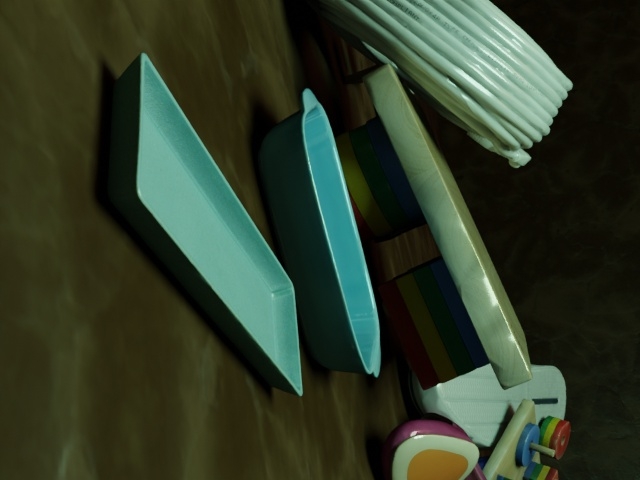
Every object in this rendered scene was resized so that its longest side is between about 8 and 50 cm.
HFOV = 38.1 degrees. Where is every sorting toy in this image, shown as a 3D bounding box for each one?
[{"bbox_3d":[0.207,0.266,0.966,0.274,0.046,0.132,-49,139,-36],"label":"sorting toy"},{"bbox_3d":[0.087,-0.002,0.802,0.255,0.089,0.257,66,11,3],"label":"sorting toy"}]

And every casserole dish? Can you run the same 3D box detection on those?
[{"bbox_3d":[0.000,0.000,0.586,0.114,0.037,0.188,-62,138,-73],"label":"casserole dish"}]

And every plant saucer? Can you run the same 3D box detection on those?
[{"bbox_3d":[-0.044,0.005,0.406,0.192,0.018,0.067,60,21,-55],"label":"plant saucer"}]

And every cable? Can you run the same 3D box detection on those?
[{"bbox_3d":[0.099,-0.176,0.809,0.257,0.089,0.257,39,8,9],"label":"cable"}]

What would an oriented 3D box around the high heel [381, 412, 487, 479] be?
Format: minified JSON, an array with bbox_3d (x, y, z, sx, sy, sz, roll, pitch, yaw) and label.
[{"bbox_3d":[0.085,0.169,0.789,0.117,0.082,0.244,51,8,34],"label":"high heel"}]

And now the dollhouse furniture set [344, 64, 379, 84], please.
[{"bbox_3d":[0.054,-0.310,1.067,0.259,0.135,0.262,-24,102,-67],"label":"dollhouse furniture set"}]

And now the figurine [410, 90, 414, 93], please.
[{"bbox_3d":[0.115,-0.358,1.446,0.209,0.092,0.215,-97,169,-46],"label":"figurine"}]

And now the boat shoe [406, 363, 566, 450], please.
[{"bbox_3d":[0.169,0.179,1.049,0.335,0.119,0.121,25,64,-53],"label":"boat shoe"}]

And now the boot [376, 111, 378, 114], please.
[{"bbox_3d":[0.101,-0.176,1.280,0.114,0.037,0.106,-4,95,-76],"label":"boot"}]

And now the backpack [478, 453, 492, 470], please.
[{"bbox_3d":[0.213,0.329,1.135,0.101,0.098,0.120,-72,147,-76],"label":"backpack"}]
